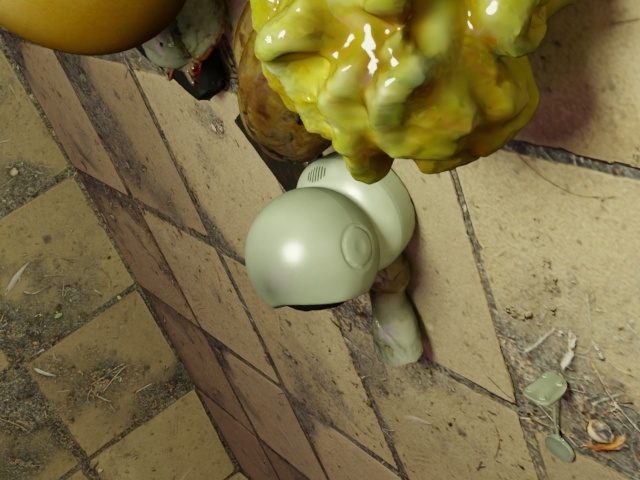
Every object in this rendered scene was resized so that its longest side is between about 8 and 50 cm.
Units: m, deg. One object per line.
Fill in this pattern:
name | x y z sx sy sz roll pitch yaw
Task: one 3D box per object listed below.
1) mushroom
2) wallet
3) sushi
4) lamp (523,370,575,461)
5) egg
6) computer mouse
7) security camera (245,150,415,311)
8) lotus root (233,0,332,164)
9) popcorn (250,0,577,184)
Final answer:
mushroom | 0.115 0.105 1.357 0.092 0.081 0.223 -97 -4 -53
wallet | -0.027 -0.104 1.387 0.309 0.042 0.165 55 158 -1
sushi | -0.232 -0.395 1.264 0.124 0.130 0.332 30 146 46
lamp | 0.326 0.263 1.199 0.050 0.056 0.198 29 150 41
egg | -0.310 -0.378 1.019 0.351 0.282 0.283 30 179 -42
computer mouse | -0.244 -0.334 1.452 0.217 0.073 0.122 41 156 12
security camera | 0.000 0.000 1.183 0.195 0.236 0.194 22 132 27
lotus root | -0.032 -0.217 1.062 0.193 0.193 0.291 48 157 16
popcorn | 0.056 -0.201 0.780 0.326 0.290 0.321 27 147 15
